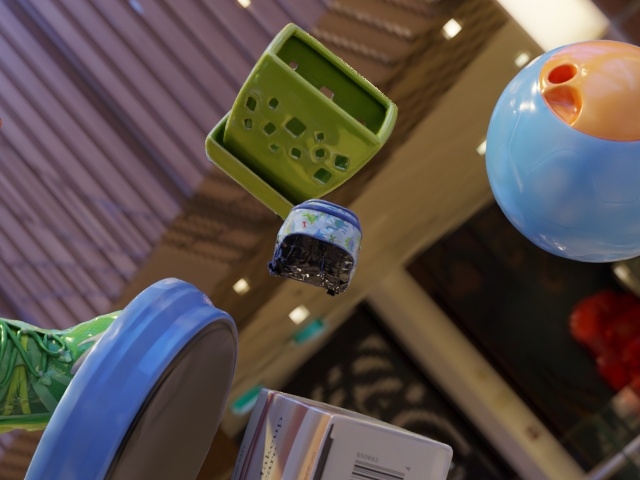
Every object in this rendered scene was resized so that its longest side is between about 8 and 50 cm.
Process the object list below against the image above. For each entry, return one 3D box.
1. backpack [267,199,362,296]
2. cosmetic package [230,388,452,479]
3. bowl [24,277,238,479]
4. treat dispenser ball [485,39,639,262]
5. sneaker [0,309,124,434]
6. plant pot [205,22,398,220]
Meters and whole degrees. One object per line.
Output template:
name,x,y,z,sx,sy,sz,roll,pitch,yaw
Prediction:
backpack,0.000,0.000,1.912,0.114,0.105,0.084,110,178,-62
cosmetic package,0.008,0.241,1.564,0.296,0.129,0.153,173,114,-75
bowl,-0.206,0.233,1.738,0.391,0.077,0.391,-60,-14,-25
treat dispenser ball,0.357,-0.115,2.034,0.288,0.288,0.288,-40,-9,-8
sneaker,-0.324,0.135,1.659,0.296,0.109,0.123,-18,-48,-4
plant pot,-0.037,-0.170,2.418,0.207,0.227,0.228,-49,5,20
